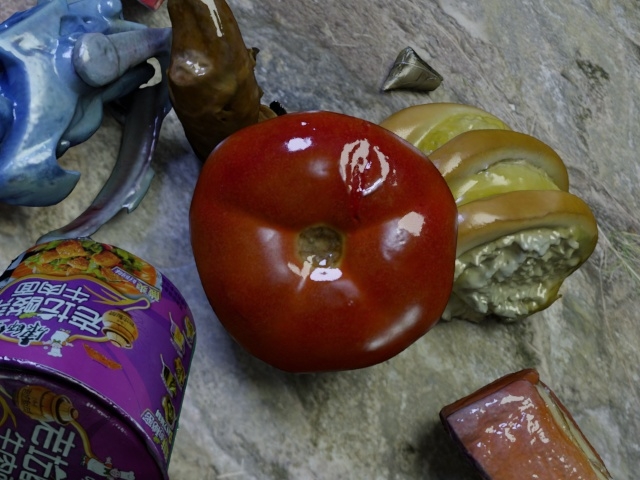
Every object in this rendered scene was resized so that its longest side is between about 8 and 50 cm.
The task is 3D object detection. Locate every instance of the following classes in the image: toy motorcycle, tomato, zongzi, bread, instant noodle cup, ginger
[{"bbox_3d":[-0.262,-0.140,1.230,0.241,0.182,0.319,44,45,-4],"label":"toy motorcycle"},{"bbox_3d":[0.000,0.000,1.274,0.298,0.298,0.226,39,8,-8],"label":"tomato"},{"bbox_3d":[0.130,-0.221,1.666,0.076,0.040,0.083,37,58,-19],"label":"zongzi"},{"bbox_3d":[0.197,-0.044,1.479,0.316,0.211,0.270,5,58,-36],"label":"bread"},{"bbox_3d":[-0.228,0.130,1.055,0.251,0.251,0.190,33,38,-14],"label":"instant noodle cup"},{"bbox_3d":[0.252,0.259,1.353,0.244,0.123,0.190,55,9,-1],"label":"bread"},{"bbox_3d":[-0.105,-0.157,1.323,0.107,0.309,0.133,26,77,20],"label":"ginger"}]

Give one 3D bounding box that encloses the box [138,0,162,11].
[{"bbox_3d":[-0.226,-0.326,1.380,0.123,0.050,0.229,33,9,-11],"label":"box"}]
